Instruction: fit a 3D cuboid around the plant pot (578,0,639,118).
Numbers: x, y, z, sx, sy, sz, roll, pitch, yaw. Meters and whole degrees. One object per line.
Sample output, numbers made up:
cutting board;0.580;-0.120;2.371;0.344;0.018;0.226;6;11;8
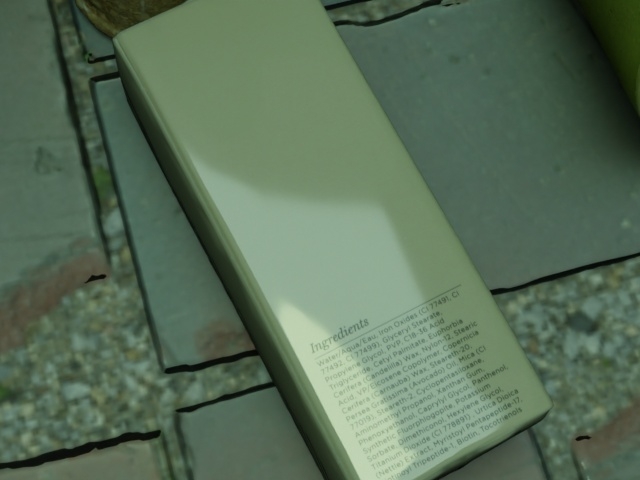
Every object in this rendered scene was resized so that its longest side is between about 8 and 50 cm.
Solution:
plant pot;0.215;-0.248;0.665;0.275;0.275;0.293;-23;61;-10

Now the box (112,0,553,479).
box;0.000;0.000;0.646;0.113;0.094;0.275;-25;76;-11

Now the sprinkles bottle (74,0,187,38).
sprinkles bottle;-0.078;-0.212;0.565;0.121;0.355;0.121;1;74;-4
